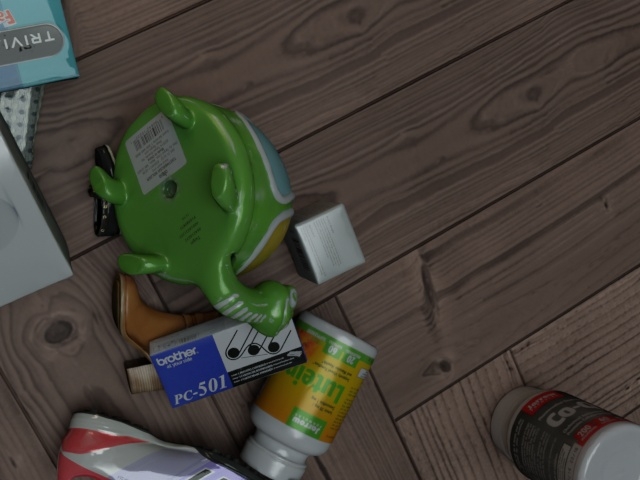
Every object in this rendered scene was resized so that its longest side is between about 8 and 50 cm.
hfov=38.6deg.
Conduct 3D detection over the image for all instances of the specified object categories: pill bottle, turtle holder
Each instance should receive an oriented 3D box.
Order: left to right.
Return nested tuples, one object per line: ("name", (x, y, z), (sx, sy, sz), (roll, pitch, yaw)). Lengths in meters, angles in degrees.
("turtle holder", (-0.132, -0.048, 1.253), (0.227, 0.320, 0.243), (5, 117, -57))
("pill bottle", (-0.024, 0.245, 1.412), (0.136, 0.136, 0.246), (29, 86, -22))
("pill bottle", (0.411, 0.340, 1.512), (0.161, 0.283, 0.161), (-2, 97, -20))

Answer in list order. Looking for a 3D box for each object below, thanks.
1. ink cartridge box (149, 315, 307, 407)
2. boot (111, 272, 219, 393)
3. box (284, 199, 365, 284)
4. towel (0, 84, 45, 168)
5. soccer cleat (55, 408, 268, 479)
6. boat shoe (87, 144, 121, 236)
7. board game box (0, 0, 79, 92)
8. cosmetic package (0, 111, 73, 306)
("ink cartridge box", (-0.132, 0.161, 1.318), (0.207, 0.046, 0.097), (-19, 116, -2))
("boot", (-0.225, 0.124, 1.359), (0.152, 0.073, 0.197), (-14, 113, -18))
("box", (0.000, 0.000, 1.411), (0.087, 0.102, 0.101), (-26, 104, -14))
("towel", (-0.516, -0.279, 1.215), (0.312, 0.056, 0.324), (9, 95, -19))
("soccer cleat", (-0.227, 0.349, 1.339), (0.318, 0.108, 0.117), (22, 65, -12))
("boat shoe", (-0.311, -0.070, 1.311), (0.042, 0.049, 0.133), (-9, 104, -28))
("board game box", (-0.471, -0.346, 1.149), (0.253, 0.079, 0.336), (-15, 102, -15))
("cosmetic package", (-0.474, -0.022, 1.181), (0.224, 0.138, 0.224), (-25, 113, -10))
